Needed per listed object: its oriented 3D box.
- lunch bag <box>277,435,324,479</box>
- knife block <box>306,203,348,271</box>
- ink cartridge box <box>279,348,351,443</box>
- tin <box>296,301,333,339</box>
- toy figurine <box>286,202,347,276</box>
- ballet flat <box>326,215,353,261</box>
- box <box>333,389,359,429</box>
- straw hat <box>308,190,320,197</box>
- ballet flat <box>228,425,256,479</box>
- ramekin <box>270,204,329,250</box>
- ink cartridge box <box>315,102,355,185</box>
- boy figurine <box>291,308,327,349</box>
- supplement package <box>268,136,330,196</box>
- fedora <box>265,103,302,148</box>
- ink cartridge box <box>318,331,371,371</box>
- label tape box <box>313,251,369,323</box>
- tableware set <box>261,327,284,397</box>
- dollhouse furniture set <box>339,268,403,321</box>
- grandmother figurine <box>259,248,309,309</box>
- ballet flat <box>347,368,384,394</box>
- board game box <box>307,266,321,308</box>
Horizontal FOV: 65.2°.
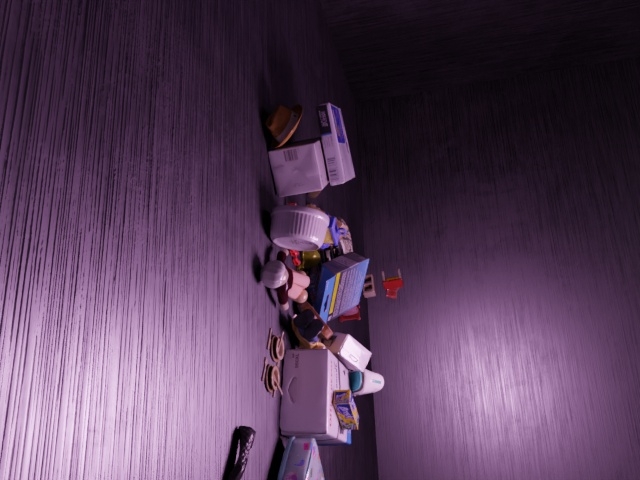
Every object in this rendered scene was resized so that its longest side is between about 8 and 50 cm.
[{"bbox_3d":[-0.059,0.776,1.590,0.224,0.108,0.278,-75,162,-58],"label":"lunch bag"},{"bbox_3d":[0.000,0.000,2.251,0.242,0.276,0.088,-56,158,1],"label":"knife block"},{"bbox_3d":[-0.004,0.581,1.825,0.395,0.167,0.285,60,27,-60],"label":"ink cartridge box"},{"bbox_3d":[-0.024,0.307,1.936,0.189,0.040,0.106,51,-12,-1],"label":"tin"},{"bbox_3d":[0.003,0.007,2.009,0.191,0.218,0.362,-82,161,-46],"label":"toy figurine"},{"bbox_3d":[0.072,0.124,2.424,0.182,0.164,0.481,-21,109,-67],"label":"ballet flat"},{"bbox_3d":[0.090,0.584,1.723,0.054,0.059,0.168,-80,160,-49],"label":"box"},{"bbox_3d":[-0.043,-0.269,2.270,0.061,0.145,0.144,16,61,-31],"label":"straw hat"},{"bbox_3d":[-0.208,0.552,1.262,0.173,0.049,0.057,-73,-178,-48],"label":"ballet flat"},{"bbox_3d":[-0.078,-0.037,1.728,0.207,0.208,0.108,52,44,-67],"label":"ramekin"},{"bbox_3d":[0.062,-0.382,1.998,0.307,0.072,0.303,-49,127,-77],"label":"ink cartridge box"},{"bbox_3d":[-0.037,0.350,1.841,0.177,0.092,0.285,44,-16,19],"label":"boy figurine"},{"bbox_3d":[-0.065,-0.292,1.929,0.293,0.178,0.175,-59,139,-71],"label":"supplement package"},{"bbox_3d":[-0.144,-0.424,1.794,0.079,0.194,0.194,31,43,-26],"label":"fedora"},{"bbox_3d":[0.072,0.439,1.996,0.154,0.213,0.093,42,64,-27],"label":"ink cartridge box"},{"bbox_3d":[0.059,0.204,2.120,0.334,0.106,0.240,-20,128,-52],"label":"label tape box"},{"bbox_3d":[-0.138,0.394,1.611,0.128,0.039,0.194,71,18,-45],"label":"tableware set"},{"bbox_3d":[0.259,0.295,2.654,0.201,0.375,0.152,68,16,-47],"label":"dollhouse furniture set"},{"bbox_3d":[-0.118,0.128,1.700,0.342,0.104,0.207,42,35,-75],"label":"grandmother figurine"},{"bbox_3d":[0.146,0.610,2.128,0.400,0.139,0.139,143,-52,-63],"label":"ballet flat"},{"bbox_3d":[-0.016,0.195,2.243,0.201,0.035,0.136,-79,159,-51],"label":"board game box"}]
